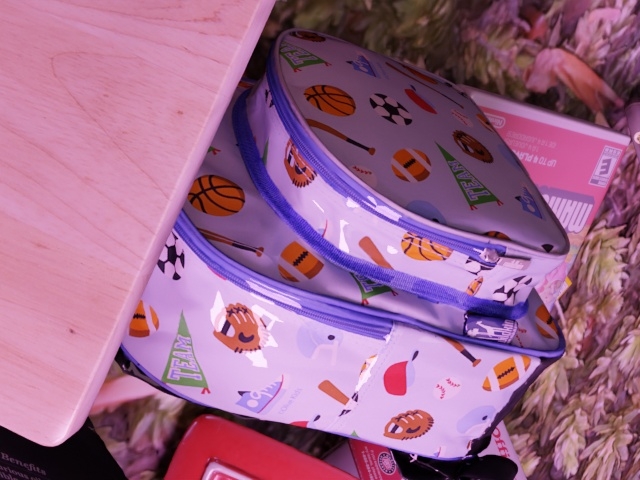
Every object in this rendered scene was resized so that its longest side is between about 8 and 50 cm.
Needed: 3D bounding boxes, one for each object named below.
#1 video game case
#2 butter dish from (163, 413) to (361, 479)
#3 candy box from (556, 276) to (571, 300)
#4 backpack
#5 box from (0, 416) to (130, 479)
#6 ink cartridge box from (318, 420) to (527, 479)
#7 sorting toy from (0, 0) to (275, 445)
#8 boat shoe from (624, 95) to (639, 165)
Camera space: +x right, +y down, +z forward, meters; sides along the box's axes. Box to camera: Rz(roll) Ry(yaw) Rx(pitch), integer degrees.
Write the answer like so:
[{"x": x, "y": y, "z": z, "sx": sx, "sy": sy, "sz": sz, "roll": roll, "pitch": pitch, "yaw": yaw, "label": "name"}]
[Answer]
[{"x": 0.139, "y": 0.021, "z": 0.841, "sx": 0.204, "sy": 0.025, "sz": 0.285, "roll": 8, "pitch": 111, "yaw": -37, "label": "video game case"}, {"x": -0.050, "y": 0.222, "z": 0.785, "sx": 0.160, "sy": 0.118, "sz": 0.160, "roll": 23, "pitch": 98, "yaw": 0, "label": "butter dish"}, {"x": 0.153, "y": 0.020, "z": 0.886, "sx": 0.105, "sy": 0.027, "sz": 0.206, "roll": -46, "pitch": 132, "yaw": -4, "label": "candy box"}, {"x": 0.000, "y": 0.000, "z": 0.604, "sx": 0.263, "sy": 0.276, "sz": 0.213, "roll": 7, "pitch": 123, "yaw": -26, "label": "backpack"}, {"x": -0.228, "y": 0.254, "z": 0.537, "sx": 0.183, "sy": 0.294, "sz": 0.296, "roll": 35, "pitch": 89, "yaw": -40, "label": "box"}, {"x": 0.100, "y": 0.232, "z": 0.872, "sx": 0.175, "sy": 0.127, "sz": 0.072, "roll": -3, "pitch": 151, "yaw": -32, "label": "ink cartridge box"}, {"x": -0.171, "y": -0.079, "z": 0.465, "sx": 0.089, "sy": 0.257, "sz": 0.255, "roll": -22, "pitch": 137, "yaw": -84, "label": "sorting toy"}, {"x": 0.369, "y": -0.030, "z": 0.982, "sx": 0.305, "sy": 0.091, "sz": 0.109, "roll": 65, "pitch": 33, "yaw": -40, "label": "boat shoe"}]
